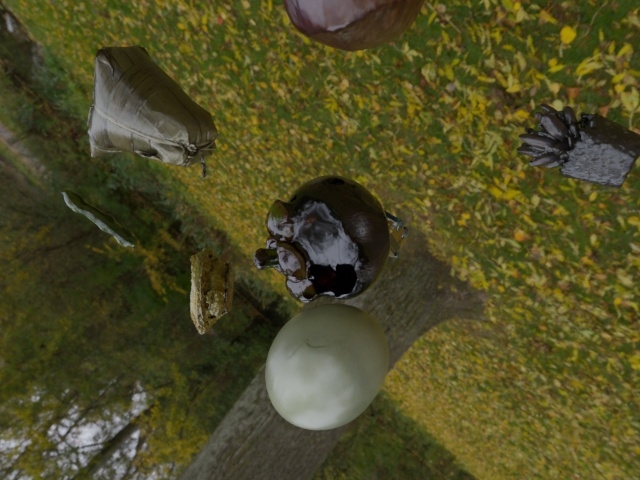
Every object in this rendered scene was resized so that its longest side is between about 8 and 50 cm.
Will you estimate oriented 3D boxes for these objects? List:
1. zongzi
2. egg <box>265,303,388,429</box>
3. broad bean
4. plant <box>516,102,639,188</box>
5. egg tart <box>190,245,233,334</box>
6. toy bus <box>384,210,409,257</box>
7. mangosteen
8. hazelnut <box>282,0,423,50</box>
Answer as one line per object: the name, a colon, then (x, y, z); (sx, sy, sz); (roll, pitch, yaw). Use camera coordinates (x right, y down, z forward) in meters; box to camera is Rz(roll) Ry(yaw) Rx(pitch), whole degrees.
zongzi: (-0.522, -0.287, 1.577); (0.500, 0.218, 0.467); (44, 136, 9)
egg: (0.009, 0.237, 0.946); (0.219, 0.269, 0.219); (30, -160, -12)
broad bean: (-0.634, -0.060, 1.436); (0.256, 0.052, 0.053); (40, 163, -21)
plant: (0.741, -0.281, 1.435); (0.321, 0.194, 0.181); (30, 136, 24)
egg tart: (-0.286, 0.129, 1.317); (0.106, 0.241, 0.241); (-1, 159, -4)
toy bus: (0.184, -0.018, 1.409); (0.091, 0.103, 0.182); (32, 177, 23)
mangosteen: (0.002, -0.003, 1.058); (0.288, 0.233, 0.287); (0, 129, 1)
hazelnut: (0.087, -0.710, 1.302); (0.421, 0.421, 0.353); (49, -173, -23)
